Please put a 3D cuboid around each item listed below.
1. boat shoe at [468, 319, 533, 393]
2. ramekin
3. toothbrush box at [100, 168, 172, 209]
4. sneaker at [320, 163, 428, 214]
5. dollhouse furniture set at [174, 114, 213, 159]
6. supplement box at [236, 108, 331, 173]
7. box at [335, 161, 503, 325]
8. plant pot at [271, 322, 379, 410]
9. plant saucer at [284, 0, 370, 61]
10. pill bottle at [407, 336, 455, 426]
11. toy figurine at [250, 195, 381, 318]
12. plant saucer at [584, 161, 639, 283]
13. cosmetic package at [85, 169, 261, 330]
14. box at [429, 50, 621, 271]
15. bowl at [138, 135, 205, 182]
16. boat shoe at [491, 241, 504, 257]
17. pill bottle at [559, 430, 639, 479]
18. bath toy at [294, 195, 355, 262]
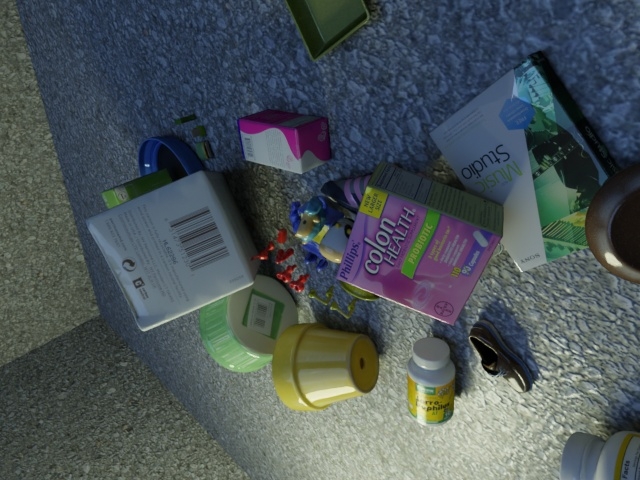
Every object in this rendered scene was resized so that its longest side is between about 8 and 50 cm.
[{"bbox_3d":[0.387,0.266,1.091,0.183,0.066,0.066,52,142,9],"label":"boat shoe"},{"bbox_3d":[-0.216,0.254,1.579,0.148,0.303,0.303,-31,90,46],"label":"ramekin"},{"bbox_3d":[-0.583,-0.077,1.708,0.122,0.206,0.283,-1,113,48],"label":"toothbrush box"},{"bbox_3d":[0.124,-0.112,1.125,0.319,0.112,0.131,27,91,51],"label":"sneaker"},{"bbox_3d":[-0.405,-0.321,1.588,0.076,0.058,0.152,3,116,48],"label":"dollhouse furniture set"},{"bbox_3d":[-0.092,-0.252,1.242,0.220,0.114,0.111,21,128,40],"label":"supplement box"},{"bbox_3d":[0.180,0.005,0.924,0.243,0.117,0.214,22,125,8],"label":"box"},{"bbox_3d":[0.029,0.360,1.433,0.239,0.254,0.254,-12,106,34],"label":"plant pot"},{"bbox_3d":[0.014,-0.495,1.013,0.188,0.045,0.188,-17,101,52],"label":"plant saucer"},{"bbox_3d":[0.274,0.348,1.231,0.117,0.117,0.208,20,128,39],"label":"pill bottle"},{"bbox_3d":[0.000,0.000,1.258,0.362,0.191,0.217,29,129,31],"label":"toy figurine"},{"bbox_3d":[0.501,-0.020,0.729,0.198,0.036,0.199,7,110,19],"label":"plant saucer"},{"bbox_3d":[-0.387,0.008,1.439,0.394,0.327,0.329,-116,2,-83],"label":"cosmetic package"},{"bbox_3d":[0.364,-0.121,0.863,0.322,0.058,0.232,56,142,1],"label":"box"},{"bbox_3d":[-0.515,-0.189,1.787,0.391,0.077,0.391,27,133,34],"label":"bowl"},{"bbox_3d":[0.263,-0.023,1.027,0.226,0.075,0.083,23,130,38],"label":"boat shoe"},{"bbox_3d":[0.613,0.443,0.860,0.334,0.188,0.188,-5,110,50],"label":"pill bottle"},{"bbox_3d":[0.119,0.023,1.109,0.348,0.151,0.129,27,127,5],"label":"bath toy"}]
